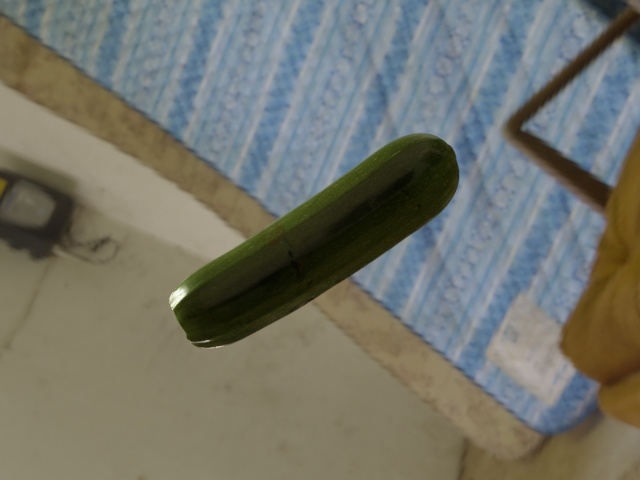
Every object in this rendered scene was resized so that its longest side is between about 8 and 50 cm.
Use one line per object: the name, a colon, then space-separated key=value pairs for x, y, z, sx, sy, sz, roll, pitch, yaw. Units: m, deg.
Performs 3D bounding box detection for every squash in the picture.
squash: x=0.000 y=0.000 z=0.887 sx=0.229 sy=0.066 sz=0.066 roll=-32 pitch=-3 yaw=-7
